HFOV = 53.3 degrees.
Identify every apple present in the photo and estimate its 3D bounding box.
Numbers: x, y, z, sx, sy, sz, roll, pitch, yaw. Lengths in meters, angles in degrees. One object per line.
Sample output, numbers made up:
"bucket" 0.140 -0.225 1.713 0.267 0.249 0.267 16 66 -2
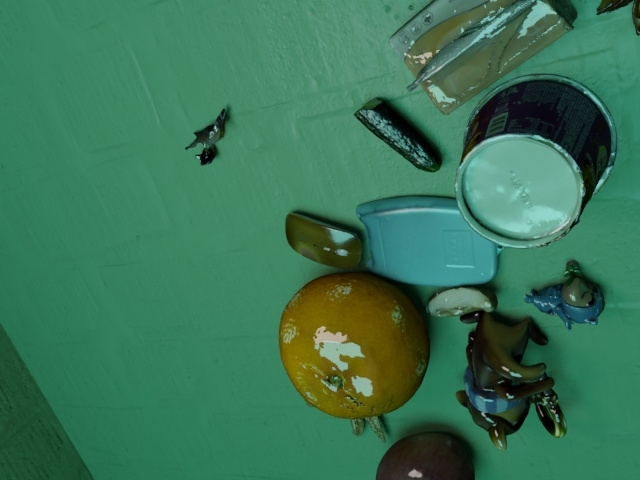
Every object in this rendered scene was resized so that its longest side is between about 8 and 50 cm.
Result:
"apple" 0.318 0.719 1.927 0.306 0.235 0.305 15 124 23

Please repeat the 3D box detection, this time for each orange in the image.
"orange" 0.082 0.291 1.735 0.424 0.326 0.423 13 124 19

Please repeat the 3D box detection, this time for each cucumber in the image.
"cucumber" 0.192 -0.248 1.519 0.241 0.074 0.074 40 128 -3

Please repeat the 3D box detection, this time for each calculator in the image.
"calculator" 0.277 0.008 1.640 0.387 0.054 0.256 2 119 26

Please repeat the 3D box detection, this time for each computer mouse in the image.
"computer mouse" 0.000 0.000 1.758 0.245 0.056 0.125 20 127 24

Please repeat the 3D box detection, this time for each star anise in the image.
"star anise" 0.597 -0.466 1.190 0.212 0.053 0.157 37 128 1

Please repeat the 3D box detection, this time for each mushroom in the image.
"mushroom" 0.376 0.158 1.651 0.210 0.094 0.072 -18 65 53

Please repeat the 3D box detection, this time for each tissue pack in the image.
"tissue pack" 0.310 -0.414 1.262 0.306 0.238 0.238 -31 101 37

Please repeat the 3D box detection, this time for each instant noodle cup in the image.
"instant noodle cup" 0.437 -0.146 1.331 0.340 0.266 0.339 12 123 19

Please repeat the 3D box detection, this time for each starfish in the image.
"starfish" 0.084 0.503 2.004 0.375 0.094 0.327 38 149 1

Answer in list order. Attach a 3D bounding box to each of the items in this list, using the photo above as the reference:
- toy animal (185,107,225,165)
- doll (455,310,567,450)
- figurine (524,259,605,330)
"toy animal" -0.306 -0.288 1.758 0.105 0.070 0.202 55 134 13
"doll" 0.490 0.359 1.668 0.318 0.209 0.339 33 134 49
"figurine" 0.583 0.128 1.525 0.178 0.114 0.144 2 118 36
